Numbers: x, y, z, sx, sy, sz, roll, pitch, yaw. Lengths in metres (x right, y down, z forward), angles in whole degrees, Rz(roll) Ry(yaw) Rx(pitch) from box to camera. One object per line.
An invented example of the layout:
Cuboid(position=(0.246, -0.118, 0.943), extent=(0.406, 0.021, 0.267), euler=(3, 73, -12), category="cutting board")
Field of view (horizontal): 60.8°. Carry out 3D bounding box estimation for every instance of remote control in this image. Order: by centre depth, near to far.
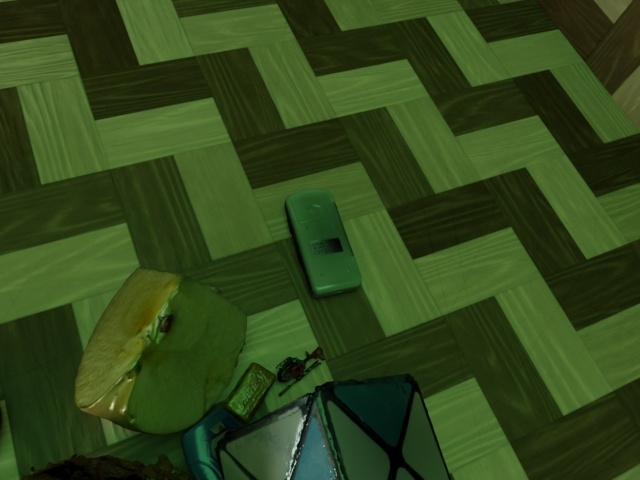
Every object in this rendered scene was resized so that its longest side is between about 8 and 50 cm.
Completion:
Cuboid(position=(0.000, 0.000, 1.405), extent=(0.140, 0.056, 0.296), euler=(-10, 64, -18), category="remote control")

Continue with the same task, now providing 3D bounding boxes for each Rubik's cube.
Cuboid(position=(0.033, 0.436, 0.984), extent=(0.310, 0.305, 0.307), euler=(9, 57, -43), category="Rubik's cube")

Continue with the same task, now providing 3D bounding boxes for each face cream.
Cuboid(position=(-0.168, 0.475, 1.094), extent=(0.264, 0.083, 0.149), euler=(51, 40, 9), category="face cream")

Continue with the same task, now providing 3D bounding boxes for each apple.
Cuboid(position=(-0.331, 0.223, 1.115), extent=(0.314, 0.252, 0.309), euler=(23, 73, 2), category="apple")

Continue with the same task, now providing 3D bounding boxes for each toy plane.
Cuboid(position=(-0.049, 0.290, 1.250), extent=(0.145, 0.037, 0.060), euler=(-34, 99, -29), category="toy plane")

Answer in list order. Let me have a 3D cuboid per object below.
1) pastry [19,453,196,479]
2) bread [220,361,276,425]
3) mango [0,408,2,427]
Cuboid(position=(-0.359, 0.513, 0.888), extent=(0.405, 0.337, 0.293), euler=(11, 96, -2), category="pastry")
Cuboid(position=(-0.156, 0.335, 1.200), extent=(0.074, 0.053, 0.132), euler=(32, 61, 1), category="bread")
Cuboid(position=(-0.680, 0.368, 1.043), extent=(0.125, 0.111, 0.233), euler=(-18, 69, -15), category="mango")
